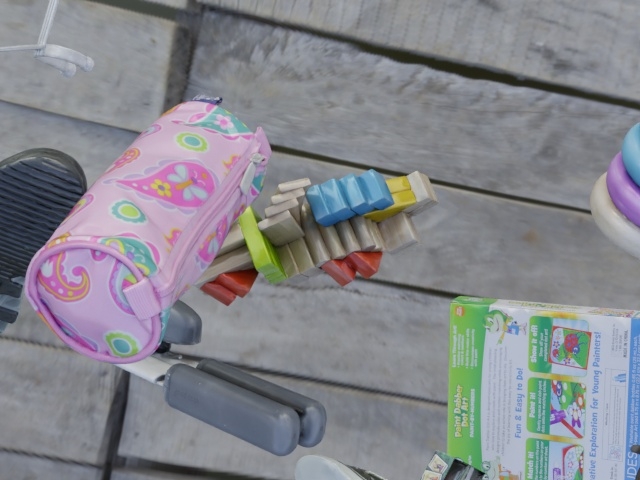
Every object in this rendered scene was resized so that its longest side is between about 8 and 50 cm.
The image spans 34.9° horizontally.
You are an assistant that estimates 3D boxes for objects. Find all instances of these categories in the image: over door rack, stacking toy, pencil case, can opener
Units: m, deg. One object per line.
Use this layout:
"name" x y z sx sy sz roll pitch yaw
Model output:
"over door rack" -0.352 -0.339 1.302 0.108 0.324 0.239 17 88 -46
"stacking toy" 0.374 -0.132 0.949 0.141 0.141 0.330 10 132 -6
"pencil case" -0.134 -0.020 0.870 0.124 0.284 0.124 8 122 14
"can opener" -0.114 0.122 1.006 0.076 0.283 0.095 -4 105 -49

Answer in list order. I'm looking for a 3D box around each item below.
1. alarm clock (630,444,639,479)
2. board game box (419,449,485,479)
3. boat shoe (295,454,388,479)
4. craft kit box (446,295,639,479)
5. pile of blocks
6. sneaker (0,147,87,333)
"alarm clock" 0.298 0.166 0.752 0.064 0.192 0.129 39 71 -2
"board game box" 0.104 0.373 1.193 0.030 0.136 0.260 27 83 28
"boat shoe" 0.063 0.362 1.420 0.219 0.070 0.078 23 103 31
"craft kit box" 0.285 0.204 1.293 0.246 0.061 0.250 4 98 22
"pile of blocks" 0.000 0.000 1.253 0.362 0.149 0.112 -16 71 -18
"sneaker" -0.333 -0.031 1.105 0.122 0.330 0.146 26 51 -21
